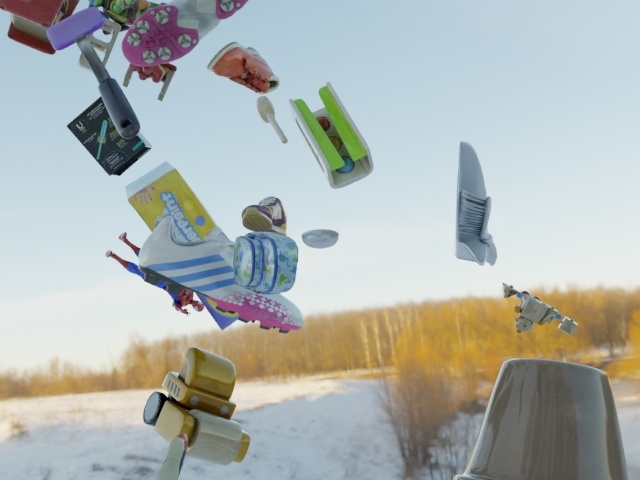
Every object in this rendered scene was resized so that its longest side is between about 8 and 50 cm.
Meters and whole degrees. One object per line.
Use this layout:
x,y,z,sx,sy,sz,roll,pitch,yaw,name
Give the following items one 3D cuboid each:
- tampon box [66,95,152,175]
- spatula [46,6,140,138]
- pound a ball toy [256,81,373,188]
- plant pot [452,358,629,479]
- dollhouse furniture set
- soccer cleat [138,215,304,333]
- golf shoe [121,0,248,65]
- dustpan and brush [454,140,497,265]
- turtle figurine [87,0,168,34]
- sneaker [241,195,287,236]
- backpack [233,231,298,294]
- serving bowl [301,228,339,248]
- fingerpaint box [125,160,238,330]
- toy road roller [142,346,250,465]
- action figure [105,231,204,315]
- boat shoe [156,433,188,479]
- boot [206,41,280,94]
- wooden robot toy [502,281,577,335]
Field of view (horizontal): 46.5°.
-0.520,-0.257,1.844,0.120,0.161,0.101,-40,5,0,tampon box
-0.301,-0.233,1.011,0.084,0.296,0.030,-31,-31,-5,spatula
-0.018,-0.275,1.987,0.208,0.319,0.136,-25,-33,-4,pound a ball toy
0.327,0.293,1.055,0.263,0.229,0.263,9,-14,2,plant pot
-0.479,-0.462,1.606,0.374,0.152,0.201,21,-10,-16,dollhouse furniture set
-0.165,0.061,1.367,0.331,0.143,0.116,23,-3,-13,soccer cleat
-0.272,-0.459,1.552,0.306,0.115,0.140,-30,13,4,golf shoe
0.206,-0.015,0.972,0.060,0.147,0.211,2,-26,10,dustpan and brush
-0.422,-0.623,1.838,0.266,0.275,0.198,19,-11,-31,turtle figurine
-0.122,-0.062,1.608,0.069,0.084,0.185,-4,-15,13,sneaker
-0.092,0.039,1.228,0.084,0.105,0.114,1,3,-35,backpack
0.000,0.000,1.625,0.083,0.027,0.083,-2,18,1,serving bowl
-0.368,-0.001,2.155,0.163,0.445,0.371,-35,16,-7,fingerpaint box
-0.312,0.429,1.987,0.202,0.241,0.329,26,-6,-31,toy road roller
-0.390,0.095,1.849,0.280,0.091,0.139,41,-17,-22,action figure
-0.338,0.510,1.709,0.049,0.137,0.043,18,5,5,boat shoe
-0.125,-0.285,1.252,0.059,0.084,0.158,-46,-11,26,boot
0.430,0.156,1.520,0.173,0.079,0.076,29,11,-4,wooden robot toy
